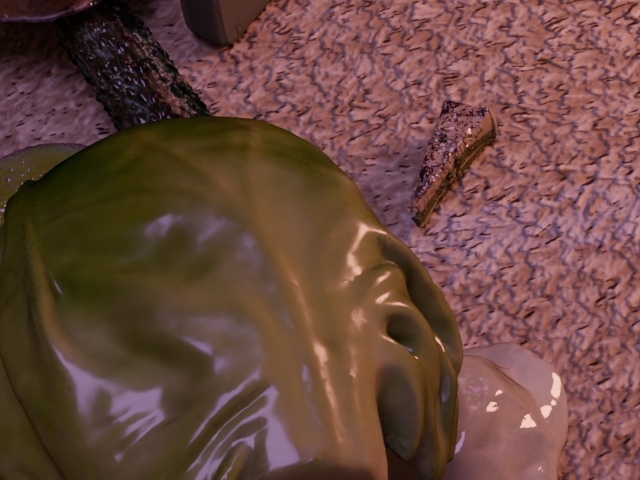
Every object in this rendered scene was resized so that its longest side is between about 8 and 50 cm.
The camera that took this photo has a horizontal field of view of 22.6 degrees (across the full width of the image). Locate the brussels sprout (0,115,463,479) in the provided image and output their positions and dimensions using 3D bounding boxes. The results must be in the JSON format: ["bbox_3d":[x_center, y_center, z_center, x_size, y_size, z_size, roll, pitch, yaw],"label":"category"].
[{"bbox_3d":[-0.116,0.090,1.231,0.342,0.425,0.361,-7,69,-45],"label":"brussels sprout"}]

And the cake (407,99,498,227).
[{"bbox_3d":[0.114,-0.076,1.542,0.055,0.051,0.140,26,64,27],"label":"cake"}]

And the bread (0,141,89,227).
[{"bbox_3d":[-0.265,-0.004,1.552,0.228,0.033,0.228,-3,59,5],"label":"bread"}]

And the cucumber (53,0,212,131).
[{"bbox_3d":[-0.173,-0.143,1.595,0.096,0.096,0.359,-27,58,-11],"label":"cucumber"}]

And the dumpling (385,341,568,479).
[{"bbox_3d":[0.121,0.175,1.338,0.162,0.132,0.250,0,42,17],"label":"dumpling"}]

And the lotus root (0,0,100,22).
[{"bbox_3d":[-0.298,-0.346,1.646,0.272,0.192,0.272,-6,41,5],"label":"lotus root"}]

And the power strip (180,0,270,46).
[{"bbox_3d":[-0.056,-0.347,1.650,0.059,0.194,0.265,29,64,20],"label":"power strip"}]
